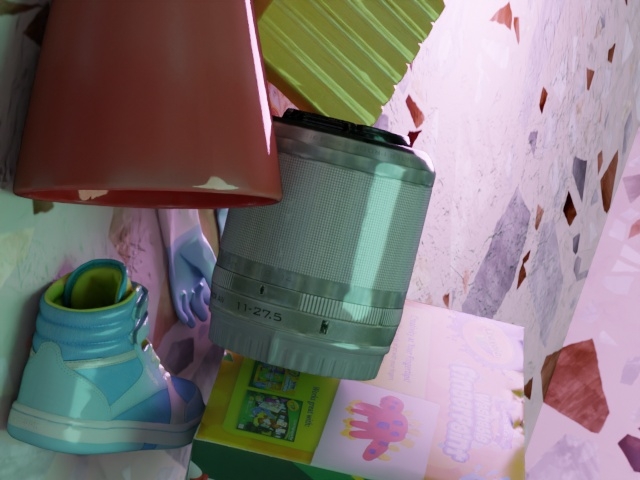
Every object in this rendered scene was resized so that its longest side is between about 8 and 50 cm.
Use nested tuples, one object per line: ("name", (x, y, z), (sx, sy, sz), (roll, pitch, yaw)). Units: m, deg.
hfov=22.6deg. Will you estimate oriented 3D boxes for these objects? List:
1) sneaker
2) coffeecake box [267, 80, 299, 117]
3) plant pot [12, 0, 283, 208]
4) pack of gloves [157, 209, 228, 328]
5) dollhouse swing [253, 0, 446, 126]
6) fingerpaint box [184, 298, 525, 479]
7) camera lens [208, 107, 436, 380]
("sneaker", (-0.212, 0.126, 1.809), (0.319, 0.127, 0.208), (4, 97, -65))
("coffeecake box", (-0.069, -0.171, 1.970), (0.185, 0.068, 0.142), (-62, 156, -29))
("plant pot", (-0.173, -0.160, 1.647), (0.275, 0.275, 0.243), (9, 82, -64))
("pack of gloves", (-0.126, -0.015, 2.018), (0.195, 0.046, 0.232), (-46, 139, -47))
("dollhouse swing", (0.034, -0.346, 1.838), (0.346, 0.305, 0.315), (-59, -173, -29))
("fingerpaint box", (0.051, 0.229, 1.928), (0.445, 0.371, 0.163), (-77, 180, -65))
("camera lens", (0.000, 0.000, 1.805), (0.219, 0.219, 0.274), (6, 99, -64))
